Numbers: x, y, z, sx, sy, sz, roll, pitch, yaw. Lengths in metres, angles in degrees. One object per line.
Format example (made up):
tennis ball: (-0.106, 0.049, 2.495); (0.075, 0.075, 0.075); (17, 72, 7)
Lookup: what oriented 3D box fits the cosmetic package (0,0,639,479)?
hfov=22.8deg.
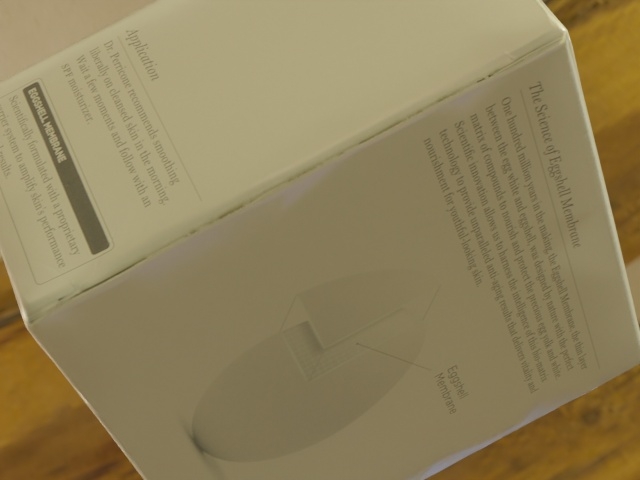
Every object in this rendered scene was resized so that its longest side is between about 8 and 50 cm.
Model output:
cosmetic package: (0.000, 0.000, 0.691); (0.225, 0.138, 0.224); (-27, -41, -2)
